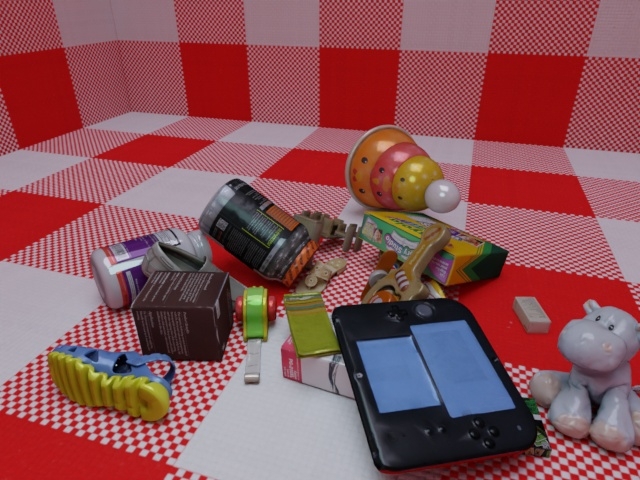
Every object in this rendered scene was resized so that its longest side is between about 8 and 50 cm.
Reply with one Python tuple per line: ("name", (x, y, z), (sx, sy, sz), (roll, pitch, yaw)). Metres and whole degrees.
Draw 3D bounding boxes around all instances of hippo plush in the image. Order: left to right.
("hippo plush", (0.611, 0.270, 0.969), (0.294, 0.236, 0.234), (-13, 31, -22))

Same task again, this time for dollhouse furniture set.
("dollhouse furniture set", (0.000, 0.000, 1.625), (0.212, 0.160, 0.242), (21, 13, 33))

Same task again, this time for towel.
("towel", (-0.026, 0.196, 1.126), (0.102, 0.021, 0.237), (-8, 28, -9))

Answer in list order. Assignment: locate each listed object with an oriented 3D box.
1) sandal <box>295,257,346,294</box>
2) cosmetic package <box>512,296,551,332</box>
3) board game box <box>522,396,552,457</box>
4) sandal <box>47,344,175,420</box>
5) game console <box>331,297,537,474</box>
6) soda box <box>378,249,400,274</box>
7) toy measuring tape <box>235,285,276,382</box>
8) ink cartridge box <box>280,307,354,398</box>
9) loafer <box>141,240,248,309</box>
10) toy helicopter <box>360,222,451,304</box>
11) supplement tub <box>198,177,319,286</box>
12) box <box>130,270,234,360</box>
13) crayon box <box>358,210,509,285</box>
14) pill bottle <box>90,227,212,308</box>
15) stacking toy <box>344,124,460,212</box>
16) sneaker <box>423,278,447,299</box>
("sandal", (0.001, 0.092, 1.465), (0.088, 0.079, 0.240), (19, 34, 31))
("cosmetic package", (0.586, 0.206, 1.294), (0.060, 0.041, 0.115), (2, 29, 2))
("board game box", (0.335, 0.379, 0.988), (0.260, 0.030, 0.136), (4, 27, 7))
("sandal", (-0.460, 0.301, 1.051), (0.318, 0.126, 0.138), (15, 27, 9))
("game console", (0.226, 0.276, 0.979), (0.342, 0.060, 0.386), (1, 39, -16))
("soda box", (0.221, 0.094, 1.480), (0.058, 0.061, 0.181), (2, 28, 2))
("toy measuring tape", (-0.171, 0.212, 1.208), (0.122, 0.121, 0.330), (-1, 29, -3))
("ink cartridge box", (0.050, 0.270, 1.114), (0.237, 0.100, 0.172), (11, 30, 21))
("loafer", (-0.332, 0.101, 1.298), (0.320, 0.111, 0.112), (25, 34, -22))
("toy helicopter", (0.227, 0.096, 1.274), (0.355, 0.140, 0.235), (-52, 25, -9))
("supplement tub", (-0.184, -0.019, 1.432), (0.338, 0.207, 0.207), (37, 35, 3))
("box", (-0.343, 0.189, 1.191), (0.203, 0.168, 0.167), (1, 28, 1))
("crayon box", (0.359, 0.011, 1.498), (0.313, 0.106, 0.363), (-1, 22, -43))
("pill bottle", (-0.500, 0.071, 1.399), (0.323, 0.181, 0.182), (-20, 34, -33))
("stacking toy", (0.342, -0.227, 1.734), (0.351, 0.350, 0.480), (-13, 26, -23))
("sneaker", (0.319, 0.200, 1.282), (0.093, 0.088, 0.225), (-24, 31, 0))
